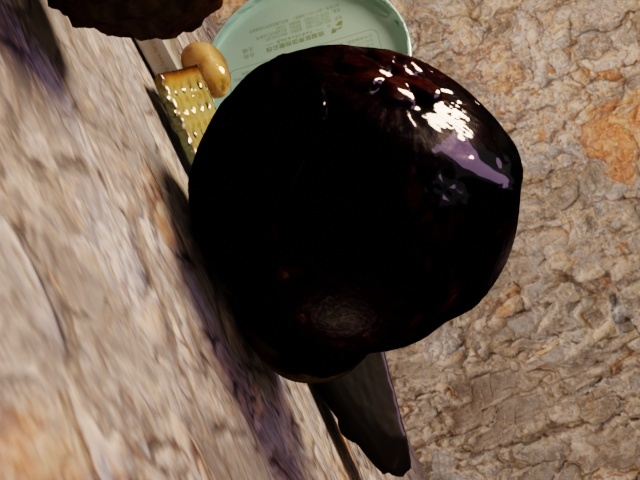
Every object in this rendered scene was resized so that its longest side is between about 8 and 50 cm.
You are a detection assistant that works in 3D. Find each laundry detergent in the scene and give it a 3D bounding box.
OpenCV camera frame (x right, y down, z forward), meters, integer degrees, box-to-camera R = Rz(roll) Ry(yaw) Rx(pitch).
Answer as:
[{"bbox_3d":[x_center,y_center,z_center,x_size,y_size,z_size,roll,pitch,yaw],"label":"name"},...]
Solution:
[{"bbox_3d":[0.013,-0.166,1.711,0.305,0.287,0.287,60,6,-61],"label":"laundry detergent"}]

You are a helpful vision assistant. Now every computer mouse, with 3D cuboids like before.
[{"bbox_3d":[0.028,0.133,1.330,0.137,0.086,0.269,80,-5,-77],"label":"computer mouse"}]

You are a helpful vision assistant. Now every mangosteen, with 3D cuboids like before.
[{"bbox_3d":[0.014,-0.016,0.967,0.233,0.287,0.287,26,28,-38],"label":"mangosteen"}]

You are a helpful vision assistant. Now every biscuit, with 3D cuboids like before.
[{"bbox_3d":[-0.089,-0.053,1.138,0.139,0.016,0.231,-48,116,-75],"label":"biscuit"}]

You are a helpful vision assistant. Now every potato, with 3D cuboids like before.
[{"bbox_3d":[-0.139,-0.209,1.502,0.068,0.062,0.083,23,8,-43],"label":"potato"}]

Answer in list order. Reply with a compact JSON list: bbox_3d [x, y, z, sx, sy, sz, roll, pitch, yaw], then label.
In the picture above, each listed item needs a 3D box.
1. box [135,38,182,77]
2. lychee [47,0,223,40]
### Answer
[{"bbox_3d":[-0.190,-0.257,1.162,0.122,0.032,0.220,-109,175,-58],"label":"box"},{"bbox_3d":[-0.107,-0.252,0.695,0.236,0.236,0.271,-105,-165,-79],"label":"lychee"}]
